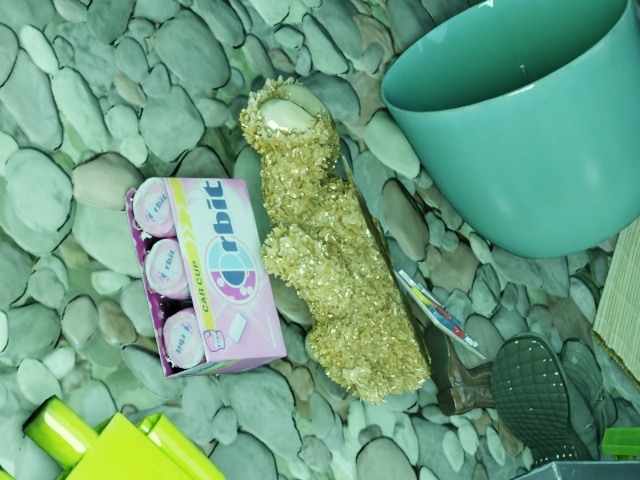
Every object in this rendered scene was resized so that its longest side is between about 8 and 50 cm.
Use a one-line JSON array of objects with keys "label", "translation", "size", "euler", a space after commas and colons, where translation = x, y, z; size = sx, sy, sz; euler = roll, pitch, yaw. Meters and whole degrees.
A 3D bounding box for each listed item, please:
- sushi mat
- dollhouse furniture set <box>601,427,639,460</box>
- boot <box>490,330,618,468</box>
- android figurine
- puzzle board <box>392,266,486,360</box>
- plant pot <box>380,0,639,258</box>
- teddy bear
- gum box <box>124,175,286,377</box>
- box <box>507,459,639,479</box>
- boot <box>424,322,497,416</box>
[{"label": "sushi mat", "translation": [0.424, 0.056, 2.271], "size": [0.151, 0.019, 0.316], "euler": [46, 43, -22]}, {"label": "dollhouse furniture set", "translation": [0.361, 0.280, 2.006], "size": [0.076, 0.059, 0.151], "euler": [-60, 143, -52]}, {"label": "boot", "translation": [0.265, 0.162, 1.977], "size": [0.246, 0.083, 0.161], "euler": [65, 31, -32]}, {"label": "android figurine", "translation": [-0.158, 0.260, 1.450], "size": [0.273, 0.056, 0.248], "euler": [44, 49, -12]}, {"label": "puzzle board", "translation": [0.124, 0.074, 1.861], "size": [0.096, 0.011, 0.128], "euler": [52, 8, 34]}, {"label": "plant pot", "translation": [0.248, -0.123, 1.966], "size": [0.235, 0.293, 0.293], "euler": [63, 37, -24]}, {"label": "teddy bear", "translation": [0.000, 0.000, 1.724], "size": [0.245, 0.113, 0.338], "euler": [-93, 160, -63]}, {"label": "gum box", "translation": [-0.108, 0.029, 1.647], "size": [0.107, 0.062, 0.188], "euler": [0, 71, -49]}, {"label": "box", "translation": [0.284, 0.374, 1.692], "size": [0.296, 0.183, 0.294], "euler": [7, 63, -46]}, {"label": "boot", "translation": [0.163, 0.137, 1.921], "size": [0.114, 0.037, 0.106], "euler": [-5, 83, -48]}]
